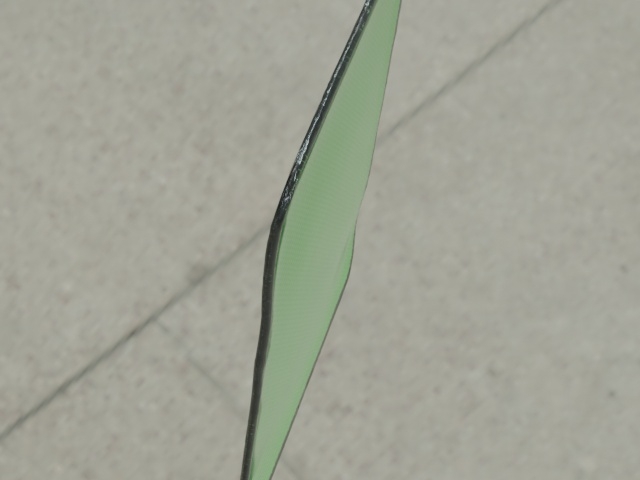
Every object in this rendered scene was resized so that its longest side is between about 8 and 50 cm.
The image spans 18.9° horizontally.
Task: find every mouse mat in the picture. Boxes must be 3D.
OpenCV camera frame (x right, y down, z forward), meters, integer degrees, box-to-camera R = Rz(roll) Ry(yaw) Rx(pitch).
[{"bbox_3d":[0.000,0.000,0.641,0.007,0.190,0.153,17,47,6],"label":"mouse mat"}]
